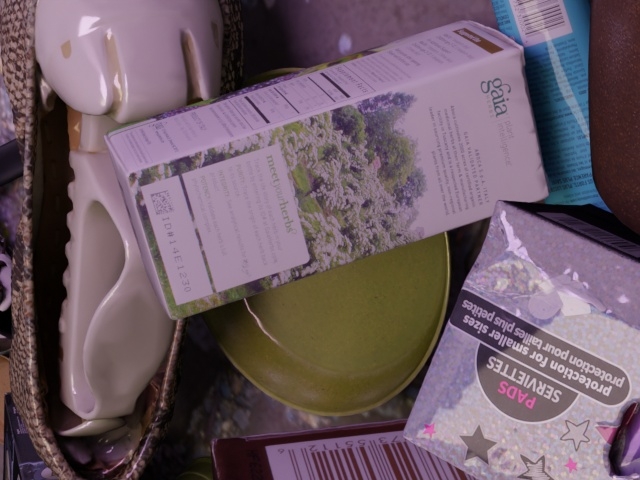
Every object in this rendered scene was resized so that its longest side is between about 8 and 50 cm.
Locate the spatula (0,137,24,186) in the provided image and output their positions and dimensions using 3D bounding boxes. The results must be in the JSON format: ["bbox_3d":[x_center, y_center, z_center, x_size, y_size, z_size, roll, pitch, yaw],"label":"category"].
[{"bbox_3d":[-0.186,-0.092,1.179,0.296,0.030,0.084,-23,86,41],"label":"spatula"}]

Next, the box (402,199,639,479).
[{"bbox_3d":[0.195,0.090,0.777,0.247,0.163,0.142,25,102,24],"label":"box"}]

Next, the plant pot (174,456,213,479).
[{"bbox_3d":[-0.106,0.216,1.156,0.083,0.079,0.083,10,106,38],"label":"plant pot"}]

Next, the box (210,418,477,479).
[{"bbox_3d":[0.044,0.303,0.926,0.143,0.191,0.381,-114,20,-68],"label":"box"}]

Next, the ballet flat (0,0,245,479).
[{"bbox_3d":[-0.128,-0.046,0.995,0.182,0.164,0.483,-123,36,-64],"label":"ballet flat"}]

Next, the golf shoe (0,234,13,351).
[{"bbox_3d":[-0.284,0.008,1.255,0.094,0.077,0.198,8,128,18],"label":"golf shoe"}]

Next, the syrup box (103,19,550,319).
[{"bbox_3d":[0.005,-0.045,0.881,0.096,0.237,0.093,-131,24,-66],"label":"syrup box"}]

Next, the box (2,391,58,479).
[{"bbox_3d":[-0.203,0.218,1.183,0.180,0.077,0.147,-131,43,-65],"label":"box"}]

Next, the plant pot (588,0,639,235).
[{"bbox_3d":[0.217,-0.107,0.738,0.215,0.215,0.230,41,137,26],"label":"plant pot"}]

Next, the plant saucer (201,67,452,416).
[{"bbox_3d":[0.000,0.000,1.041,0.241,0.037,0.241,11,108,39],"label":"plant saucer"}]

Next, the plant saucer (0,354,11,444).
[{"bbox_3d":[-0.271,0.138,1.318,0.083,0.015,0.083,11,108,37],"label":"plant saucer"}]

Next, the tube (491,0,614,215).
[{"bbox_3d":[0.149,-0.073,0.893,0.080,0.052,0.207,-10,99,48],"label":"tube"}]
